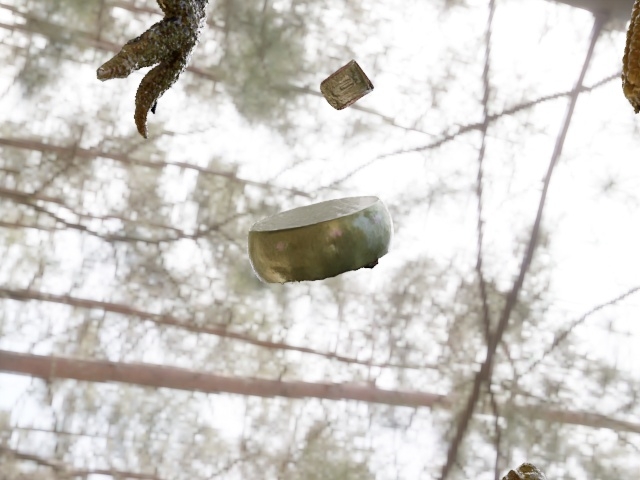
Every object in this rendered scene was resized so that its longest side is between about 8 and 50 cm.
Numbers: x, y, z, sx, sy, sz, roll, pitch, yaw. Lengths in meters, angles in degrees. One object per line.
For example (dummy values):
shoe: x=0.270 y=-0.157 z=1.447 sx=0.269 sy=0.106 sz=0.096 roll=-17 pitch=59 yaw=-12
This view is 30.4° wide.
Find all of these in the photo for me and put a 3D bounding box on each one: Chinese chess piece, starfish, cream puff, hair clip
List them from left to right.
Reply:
starfish: x=-0.124 y=-0.198 z=0.979 sx=0.176 sy=0.053 sz=0.208 roll=89 pitch=16 yaw=-54
Chinese chess piece: x=0.000 y=0.000 z=1.146 sx=0.144 sy=0.144 sz=0.058 roll=8 pitch=-67 yaw=66
hair clip: x=0.041 y=-0.224 z=1.699 sx=0.022 sy=0.054 sz=0.137 roll=-41 pitch=-172 yaw=-24
cream puff: x=0.198 y=0.261 z=1.153 sx=0.058 sy=0.083 sz=0.083 roll=-4 pitch=-115 yaw=35

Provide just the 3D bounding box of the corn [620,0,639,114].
corn: x=0.363 y=-0.262 z=1.137 sx=0.102 sy=0.102 sz=0.313 roll=-5 pitch=-123 yaw=65
